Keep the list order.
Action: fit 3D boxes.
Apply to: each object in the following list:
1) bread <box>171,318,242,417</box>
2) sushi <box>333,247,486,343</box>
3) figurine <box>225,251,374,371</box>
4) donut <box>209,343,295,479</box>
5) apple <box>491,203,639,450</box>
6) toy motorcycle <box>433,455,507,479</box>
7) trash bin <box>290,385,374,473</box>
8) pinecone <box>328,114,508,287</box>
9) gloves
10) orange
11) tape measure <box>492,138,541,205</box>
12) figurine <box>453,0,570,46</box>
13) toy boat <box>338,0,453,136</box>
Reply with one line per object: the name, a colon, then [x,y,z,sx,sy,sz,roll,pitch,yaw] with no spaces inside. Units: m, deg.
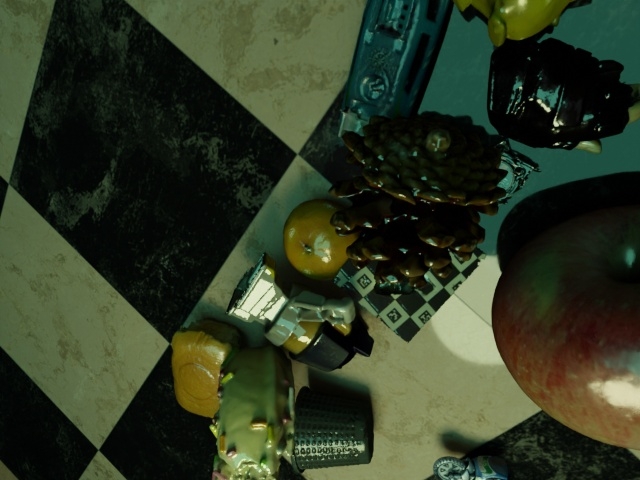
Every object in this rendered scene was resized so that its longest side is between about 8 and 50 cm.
bread: [-0.273,0.315,1.023,0.173,0.121,0.246,14,111,20]
sushi: [0.154,0.047,0.755,0.192,0.040,0.210,40,90,1]
figurine: [-0.036,0.156,0.817,0.308,0.308,0.143,32,77,11]
donut: [-0.140,0.372,0.851,0.150,0.307,0.371,5,130,-9]
apple: [0.409,0.115,0.542,0.344,0.345,0.270,-10,124,27]
toy motorcycle: [0.342,0.511,0.833,0.135,0.092,0.254,-35,100,21]
trash bin: [0.033,0.408,0.903,0.160,0.175,0.176,-3,107,11]
pinecone: [0.124,-0.051,0.616,0.264,0.264,0.264,8,111,22]
gloves: [0.346,-0.196,0.576,0.203,0.124,0.164,8,129,30]
orange: [0.000,0.000,0.787,0.156,0.124,0.156,8,114,19]
tape measure: [0.281,-0.106,0.663,0.091,0.054,0.094,46,114,7]
figurine: [0.315,-0.383,0.485,0.327,0.169,0.218,-44,63,35]
toy boat: [0.109,-0.302,0.654,0.134,0.092,0.299,23,116,19]
